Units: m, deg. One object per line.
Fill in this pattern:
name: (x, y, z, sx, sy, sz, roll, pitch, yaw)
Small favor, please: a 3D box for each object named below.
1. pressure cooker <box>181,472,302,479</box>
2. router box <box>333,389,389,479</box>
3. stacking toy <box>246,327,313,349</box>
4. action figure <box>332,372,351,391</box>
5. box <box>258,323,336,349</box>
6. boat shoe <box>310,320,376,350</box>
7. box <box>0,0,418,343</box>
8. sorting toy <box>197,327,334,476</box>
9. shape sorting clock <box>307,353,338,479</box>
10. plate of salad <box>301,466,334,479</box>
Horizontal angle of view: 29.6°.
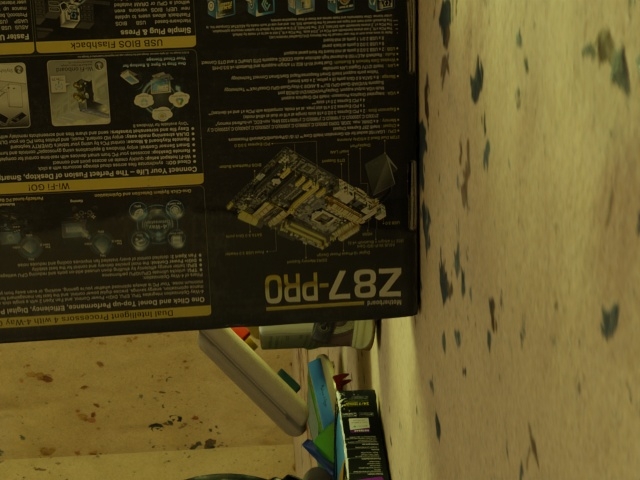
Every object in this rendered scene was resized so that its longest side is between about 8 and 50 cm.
pressure cooker: (-0.134, 0.528, 1.635, 0.370, 0.376, 0.420, -92, 1, -49)
router box: (0.040, 0.263, 1.253, 0.133, 0.046, 0.179, -97, 6, -52)
stacking toy: (0.000, 0.000, 1.666, 0.279, 0.130, 0.309, 40, -136, -58)
action figure: (0.038, 0.213, 1.409, 0.038, 0.030, 0.115, 82, 178, -65)
box: (-0.016, 0.029, 1.411, 0.181, 0.119, 0.182, 105, 163, -79)
boat shoe: (0.019, 0.009, 1.185, 0.080, 0.073, 0.223, -100, 8, -64)
box: (-0.126, -0.090, 0.896, 0.097, 0.395, 0.318, -116, 23, -76)
sorting toy: (-0.075, 0.145, 1.410, 0.348, 0.047, 0.196, 43, 167, 8)
shape sorting clock: (0.012, 0.266, 1.744, 0.206, 0.040, 0.206, 174, 90, -82)
plate of salad: (0.015, 0.355, 1.370, 0.200, 0.048, 0.199, -9, -90, -71)
